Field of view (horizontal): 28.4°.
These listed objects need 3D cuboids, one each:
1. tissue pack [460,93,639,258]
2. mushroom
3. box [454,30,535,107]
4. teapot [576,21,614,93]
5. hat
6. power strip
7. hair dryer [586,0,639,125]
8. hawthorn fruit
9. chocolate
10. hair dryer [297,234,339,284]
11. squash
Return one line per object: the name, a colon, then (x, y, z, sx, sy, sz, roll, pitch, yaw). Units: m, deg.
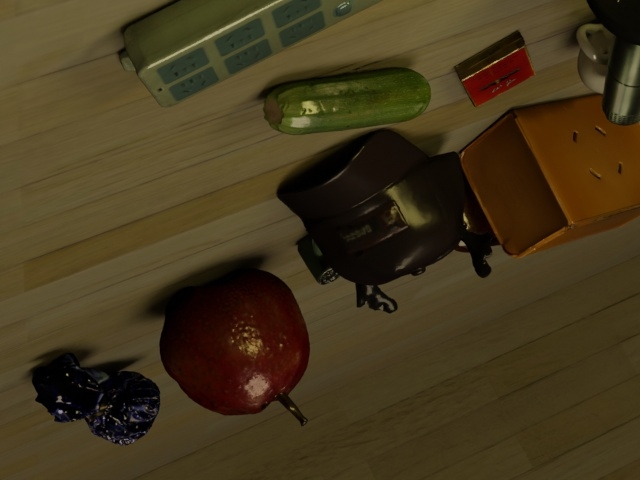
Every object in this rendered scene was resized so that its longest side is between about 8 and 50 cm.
tissue pack: (0.375, -0.098, 1.917, 0.274, 0.194, 0.145, -13, 161, -41)
mushroom: (0.222, -0.047, 2.029, 0.227, 0.148, 0.217, -4, 174, -35)
box: (0.219, -0.212, 1.580, 0.090, 0.023, 0.133, -27, 166, 9)
teapot: (0.391, -0.246, 1.619, 0.226, 0.092, 0.145, 0, 147, -44)
hat: (0.096, -0.006, 1.723, 0.238, 0.209, 0.336, -29, 165, 21)
power strip: (-0.046, -0.199, 1.100, 0.270, 0.046, 0.118, -27, 166, -1)
hair dryer: (0.419, -0.290, 1.439, 0.284, 0.155, 0.320, -50, 162, -2)
hawthorn fruit: (-0.108, 0.169, 1.892, 0.210, 0.266, 0.230, -54, 159, 22)
chocolate: (-0.370, 0.251, 2.011, 0.148, 0.126, 0.343, 13, 171, 16)
hair dryer: (0.000, 0.000, 1.888, 0.047, 0.071, 0.150, -24, 150, -15)
squash: (0.036, -0.152, 1.382, 0.229, 0.066, 0.066, -13, 161, -40)
